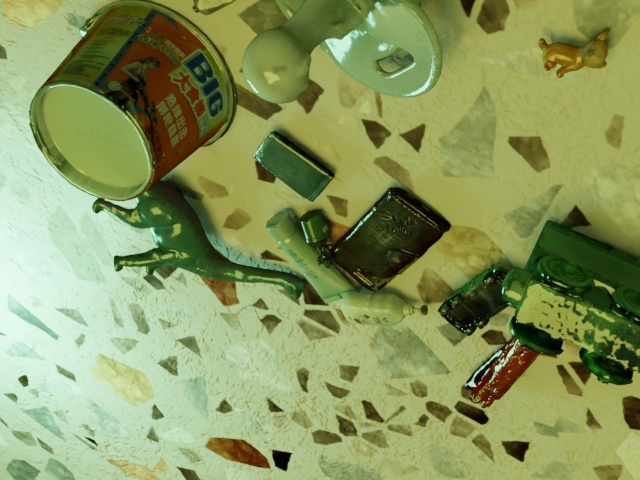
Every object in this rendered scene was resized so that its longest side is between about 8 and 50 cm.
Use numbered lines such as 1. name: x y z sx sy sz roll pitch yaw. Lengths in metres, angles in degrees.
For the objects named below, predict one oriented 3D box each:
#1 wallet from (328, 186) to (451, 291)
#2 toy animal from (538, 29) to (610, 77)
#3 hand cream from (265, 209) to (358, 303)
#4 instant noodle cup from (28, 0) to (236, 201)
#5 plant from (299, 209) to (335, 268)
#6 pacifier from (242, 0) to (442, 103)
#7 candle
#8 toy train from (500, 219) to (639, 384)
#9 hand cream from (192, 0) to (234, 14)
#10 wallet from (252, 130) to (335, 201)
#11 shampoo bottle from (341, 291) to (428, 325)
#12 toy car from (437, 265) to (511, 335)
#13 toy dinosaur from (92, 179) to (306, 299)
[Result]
1. wallet: 0.109 0.004 1.861 0.122 0.031 0.232 37 138 -5
2. toy animal: 0.340 -0.254 1.472 0.081 0.060 0.083 47 144 -16
3. hand cream: -0.018 0.034 1.957 0.078 0.050 0.205 -20 121 35
4. instant noodle cup: -0.310 -0.211 1.783 0.296 0.214 0.296 16 134 17
5. plant: 0.000 0.000 1.906 0.051 0.051 0.102 -8 113 36
6. pacifier: -0.009 -0.290 1.502 0.343 0.269 0.288 48 158 -10
7. candle: 0.334 0.190 1.880 0.059 0.084 0.302 11 136 -23
8. toy train: 0.400 0.097 1.632 0.266 0.202 0.145 25 117 9
9. hand cream: -0.134 -0.385 1.659 0.165 0.037 0.057 -27 111 36
10. wallet: -0.044 -0.124 1.841 0.129 0.026 0.088 36 141 -5
11. shampoo bottle: 0.118 0.121 1.949 0.151 0.045 0.077 -1 147 23
12. toy car: 0.267 0.093 1.825 0.071 0.062 0.165 40 137 -8
13. toy dinosaur: -0.224 -0.039 1.994 0.330 0.129 0.384 -5 125 21
